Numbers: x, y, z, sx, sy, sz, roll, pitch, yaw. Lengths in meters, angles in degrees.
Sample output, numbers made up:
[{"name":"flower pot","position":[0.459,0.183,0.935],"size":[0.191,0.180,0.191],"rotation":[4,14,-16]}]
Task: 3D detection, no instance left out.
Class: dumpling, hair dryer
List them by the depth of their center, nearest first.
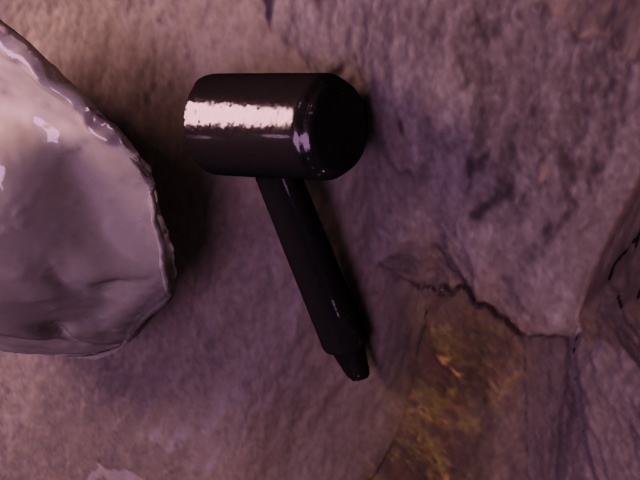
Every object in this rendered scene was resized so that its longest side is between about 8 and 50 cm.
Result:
[{"name":"hair dryer","position":[-0.002,0.000,1.216],"size":[0.114,0.070,0.248],"rotation":[3,124,40]},{"name":"dumpling","position":[-0.233,-0.011,1.331],"size":[0.260,0.181,0.341],"rotation":[40,116,-1]}]
